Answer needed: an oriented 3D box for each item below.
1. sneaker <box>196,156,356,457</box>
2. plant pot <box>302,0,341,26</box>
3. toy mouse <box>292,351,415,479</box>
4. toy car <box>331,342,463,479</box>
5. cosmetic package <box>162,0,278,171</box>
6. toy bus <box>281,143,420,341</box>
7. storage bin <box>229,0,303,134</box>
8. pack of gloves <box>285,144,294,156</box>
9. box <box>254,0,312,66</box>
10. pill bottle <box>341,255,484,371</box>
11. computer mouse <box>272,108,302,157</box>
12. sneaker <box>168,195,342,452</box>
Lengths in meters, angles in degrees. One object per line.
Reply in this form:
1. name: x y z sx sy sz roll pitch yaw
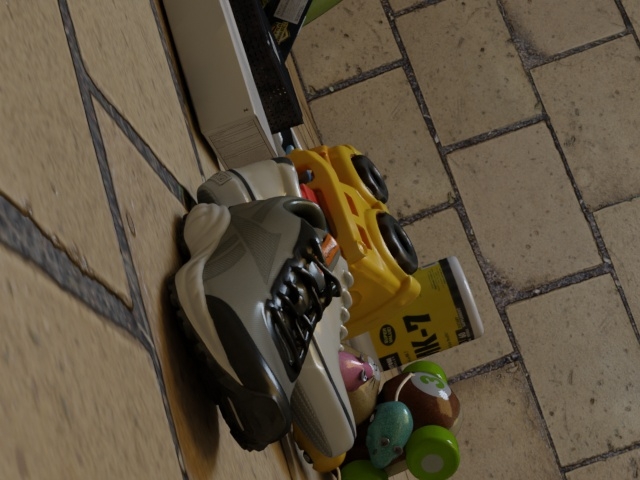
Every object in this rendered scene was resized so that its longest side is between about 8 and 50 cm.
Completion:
1. sneaker: -0.011 0.053 0.973 0.094 0.091 0.258 9 -59 66
2. plant pot: -0.033 -0.514 2.111 0.275 0.293 0.275 -20 90 -86
3. toy mouse: 0.038 0.146 1.060 0.161 0.143 0.031 61 -31 12
4. toy car: 0.038 0.141 1.158 0.188 0.149 0.155 57 13 -19
5. cosmetic package: -0.111 -0.193 1.193 0.099 0.060 0.239 67 5 -65
6. toy bus: -0.015 -0.024 1.281 0.211 0.149 0.220 36 28 -54
7. storage bin: -0.090 -0.215 1.422 0.180 0.084 0.122 65 7 -60
8. pack of gloves: -0.032 -0.054 1.708 0.232 0.046 0.195 64 6 -55
9. box: -0.074 -0.310 1.605 0.220 0.051 0.175 -103 -145 -55
10. pill bottle: 0.106 0.109 1.605 0.119 0.208 0.119 -20 90 -86
11. computer mouse: -0.072 -0.188 1.850 0.106 0.042 0.193 82 -17 -87
12. sneaker: -0.037 0.036 0.789 0.271 0.108 0.100 -99 170 -63
